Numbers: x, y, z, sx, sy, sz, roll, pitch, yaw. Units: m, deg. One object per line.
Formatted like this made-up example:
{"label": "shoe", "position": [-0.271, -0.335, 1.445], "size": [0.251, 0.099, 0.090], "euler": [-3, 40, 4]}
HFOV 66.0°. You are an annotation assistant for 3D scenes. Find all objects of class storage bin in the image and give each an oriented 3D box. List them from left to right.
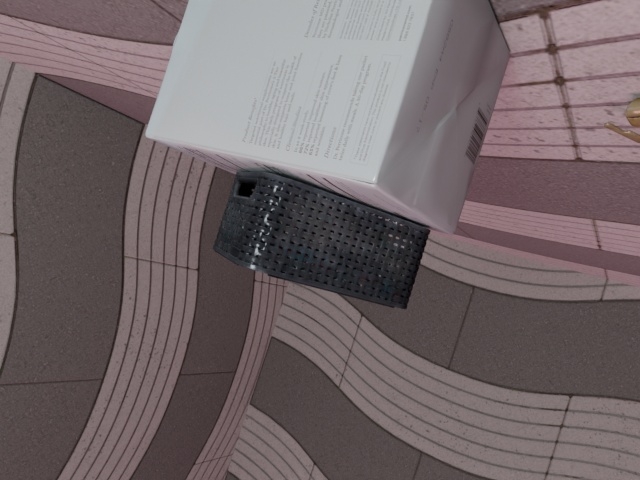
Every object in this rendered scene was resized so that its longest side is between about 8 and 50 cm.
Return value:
{"label": "storage bin", "position": [0.000, 0.000, 0.487], "size": [0.180, 0.084, 0.122], "euler": [16, -179, -26]}

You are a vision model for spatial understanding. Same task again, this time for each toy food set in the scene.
{"label": "toy food set", "position": [0.358, -0.130, 0.494], "size": [0.078, 0.019, 0.122], "euler": [18, 171, -17]}

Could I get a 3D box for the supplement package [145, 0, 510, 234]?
{"label": "supplement package", "position": [0.011, -0.145, 0.491], "size": [0.263, 0.199, 0.198], "euler": [17, 179, 33]}
